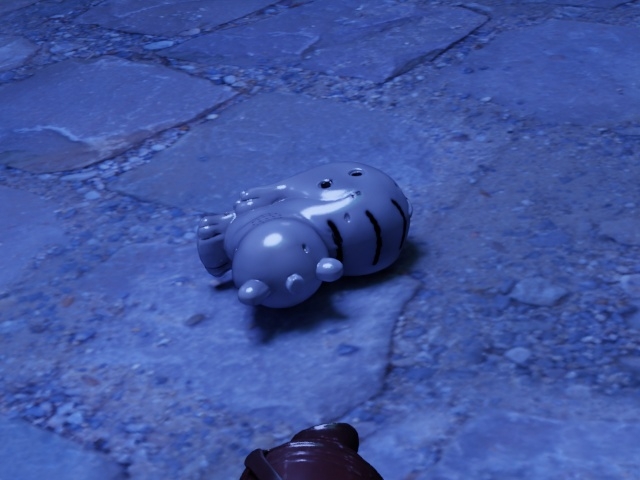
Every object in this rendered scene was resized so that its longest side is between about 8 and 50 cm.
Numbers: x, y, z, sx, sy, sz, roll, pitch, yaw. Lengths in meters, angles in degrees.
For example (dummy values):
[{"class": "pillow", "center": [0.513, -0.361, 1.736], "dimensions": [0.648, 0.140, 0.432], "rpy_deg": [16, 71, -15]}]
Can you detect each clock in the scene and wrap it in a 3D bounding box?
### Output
[{"class": "clock", "center": [0.000, 0.001, 0.966], "dimensions": [0.176, 0.080, 0.117], "rpy_deg": [-19, 30, -18]}]

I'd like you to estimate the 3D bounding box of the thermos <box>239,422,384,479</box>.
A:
[{"class": "thermos", "center": [-0.013, 0.180, 0.641], "dimensions": [0.124, 0.099, 0.232], "rpy_deg": [-40, 18, 23]}]
